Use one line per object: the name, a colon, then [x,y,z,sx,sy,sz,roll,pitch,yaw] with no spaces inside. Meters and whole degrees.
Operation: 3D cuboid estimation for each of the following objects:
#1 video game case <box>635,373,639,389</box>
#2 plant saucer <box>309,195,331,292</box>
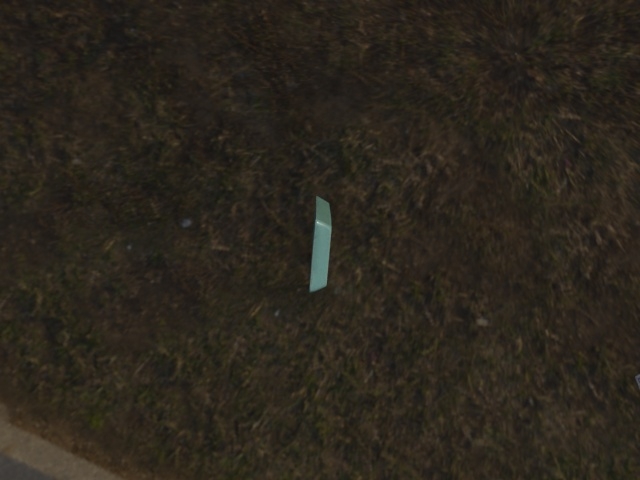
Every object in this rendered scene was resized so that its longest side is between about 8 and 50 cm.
video game case: [0.459,0.213,1.138,0.087,0.011,0.122,-45,48,44]
plant saucer: [0.000,0.000,0.874,0.018,0.192,0.067,5,99,-2]
